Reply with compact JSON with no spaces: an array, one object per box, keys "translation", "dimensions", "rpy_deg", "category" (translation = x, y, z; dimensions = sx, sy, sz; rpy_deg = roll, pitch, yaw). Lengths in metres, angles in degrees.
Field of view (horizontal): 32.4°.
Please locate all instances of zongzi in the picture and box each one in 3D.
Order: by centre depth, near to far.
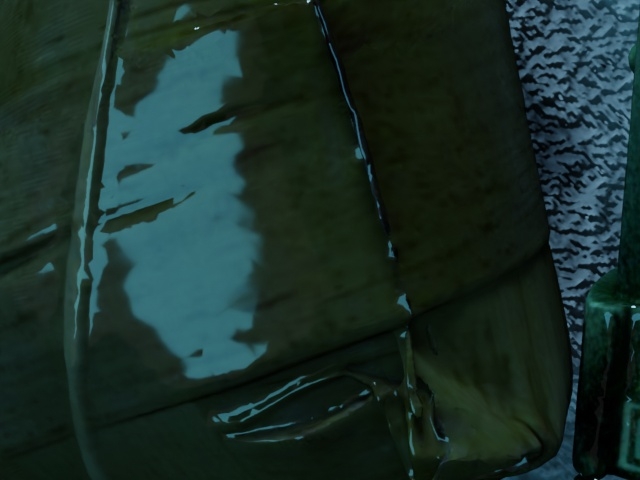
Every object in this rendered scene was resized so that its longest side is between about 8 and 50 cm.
[{"translation":[-0.150,-0.094,0.515],"dimensions":[0.467,0.218,0.500],"rpy_deg":[-10,92,10],"category":"zongzi"}]

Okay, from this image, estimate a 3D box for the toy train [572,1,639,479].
[{"translation":[0.202,-0.014,0.447],"dimensions":[0.178,0.138,0.330],"rpy_deg":[12,109,36],"category":"toy train"}]
